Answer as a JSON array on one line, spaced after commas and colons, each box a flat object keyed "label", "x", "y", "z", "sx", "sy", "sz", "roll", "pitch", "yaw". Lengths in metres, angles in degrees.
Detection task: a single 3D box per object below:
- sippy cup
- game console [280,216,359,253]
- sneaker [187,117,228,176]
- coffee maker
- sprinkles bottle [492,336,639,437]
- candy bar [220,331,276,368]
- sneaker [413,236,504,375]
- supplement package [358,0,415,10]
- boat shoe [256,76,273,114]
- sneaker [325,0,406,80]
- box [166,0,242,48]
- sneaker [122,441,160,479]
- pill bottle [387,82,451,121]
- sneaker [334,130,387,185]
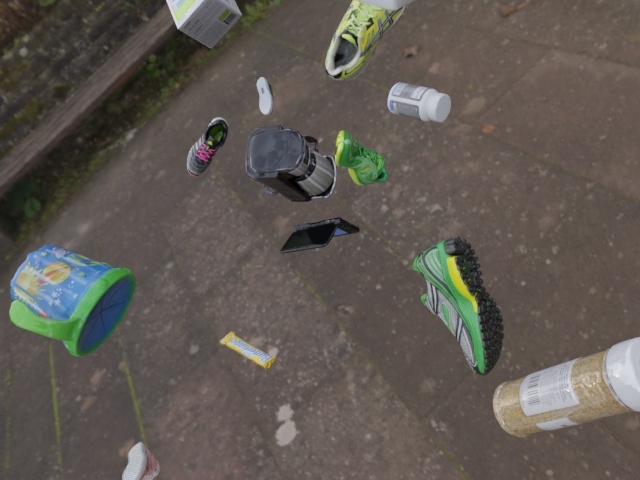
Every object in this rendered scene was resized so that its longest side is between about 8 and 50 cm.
[{"label": "sippy cup", "x": -0.615, "y": 0.130, "z": 1.447, "sx": 0.240, "sy": 0.224, "sz": 0.305, "roll": -61, "pitch": -5, "yaw": -18}, {"label": "game console", "x": 0.000, "y": 0.000, "z": 1.166, "sx": 0.122, "sy": 0.107, "sz": 0.071, "roll": -9, "pitch": 68, "yaw": 38}, {"label": "sneaker", "x": -0.287, "y": -0.241, "z": 1.503, "sx": 0.170, "sy": 0.063, "sz": 0.075, "roll": -59, "pitch": 16, "yaw": -5}, {"label": "coffee maker", "x": -0.075, "y": -0.141, "z": 1.172, "sx": 0.171, "sy": 0.178, "sz": 0.120, "roll": -26, "pitch": 68, "yaw": 17}, {"label": "sprinkles bottle", "x": 0.488, "y": 0.290, "z": 1.129, "sx": 0.355, "sy": 0.121, "sz": 0.121, "roll": -45, "pitch": 22, "yaw": 54}, {"label": "candy bar", "x": -0.169, "y": 0.260, "z": 1.393, "sx": 0.161, "sy": 0.018, "sz": 0.040, "roll": 21, "pitch": 47, "yaw": 35}, {"label": "sneaker", "x": 0.337, "y": 0.164, "z": 1.426, "sx": 0.146, "sy": 0.343, "sz": 0.134, "roll": -19, "pitch": 4, "yaw": 39}, {"label": "supplement package", "x": 0.064, "y": -0.335, "z": 0.572, "sx": 0.105, "sy": 0.179, "sz": 0.105, "roll": 28, "pitch": 48, "yaw": 29}, {"label": "boat shoe", "x": -0.165, "y": -0.449, "z": 1.843, "sx": 0.049, "sy": 0.040, "sz": 0.142, "roll": -28, "pitch": 60, "yaw": 30}, {"label": "sneaker", "x": 0.133, "y": -0.610, "z": 1.643, "sx": 0.385, "sy": 0.145, "sz": 0.147, "roll": -64, "pitch": -5, "yaw": 32}, {"label": "box", "x": -0.281, "y": -0.563, "z": 1.353, "sx": 0.114, "sy": 0.103, "sz": 0.203, "roll": -38, "pitch": 60, "yaw": 24}, {"label": "sneaker", "x": -0.346, "y": 0.455, "z": 1.158, "sx": 0.051, "sy": 0.070, "sz": 0.134, "roll": -35, "pitch": 14, "yaw": -7}, {"label": "pill bottle", "x": 0.236, "y": -0.329, "z": 1.411, "sx": 0.137, "sy": 0.078, "sz": 0.078, "roll": 25, "pitch": 71, "yaw": 37}, {"label": "sneaker", "x": 0.127, "y": -0.249, "z": 1.764, "sx": 0.123, "sy": 0.295, "sz": 0.109, "roll": 3, "pitch": 78, "yaw": 24}]
